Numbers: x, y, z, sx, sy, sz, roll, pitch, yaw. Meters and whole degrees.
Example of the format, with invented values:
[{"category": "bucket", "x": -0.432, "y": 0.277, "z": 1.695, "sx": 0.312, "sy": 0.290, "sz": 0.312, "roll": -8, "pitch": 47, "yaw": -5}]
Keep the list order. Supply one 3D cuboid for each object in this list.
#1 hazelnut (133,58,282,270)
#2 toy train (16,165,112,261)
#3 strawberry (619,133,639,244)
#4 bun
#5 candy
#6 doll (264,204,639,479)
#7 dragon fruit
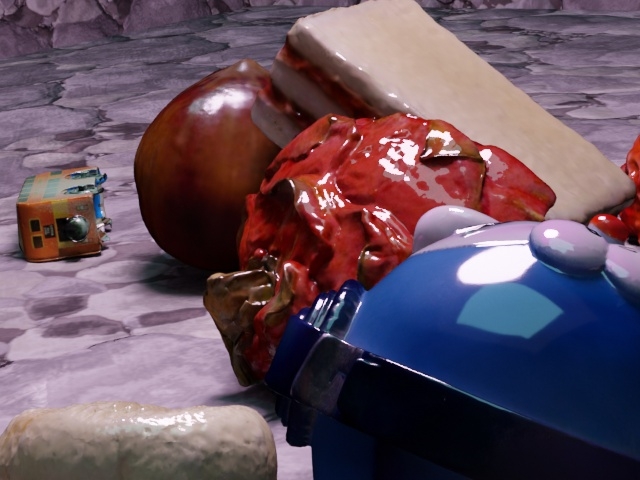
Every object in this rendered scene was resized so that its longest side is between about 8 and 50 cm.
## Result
[{"category": "hazelnut", "x": -0.083, "y": -0.073, "z": 1.688, "sx": 0.229, "sy": 0.229, "sz": 0.229, "roll": -4, "pitch": 14, "yaw": 1}, {"category": "toy train", "x": -0.282, "y": -0.032, "z": 1.862, "sx": 0.099, "sy": 0.072, "sz": 0.188, "roll": -4, "pitch": 14, "yaw": -4}, {"category": "strawberry", "x": 0.430, "y": -0.088, "z": 1.730, "sx": 0.265, "sy": 0.149, "sz": 0.336, "roll": -4, "pitch": 13, "yaw": 7}, {"category": "bun", "x": -0.115, "y": 0.153, "z": 1.038, "sx": 0.188, "sy": 0.111, "sz": 0.164, "roll": -3, "pitch": -3, "yaw": 17}, {"category": "candy", "x": 0.112, "y": -0.081, "z": 1.565, "sx": 0.320, "sy": 0.135, "sz": 0.179, "roll": 41, "pitch": 37, "yaw": 16}, {"category": "doll", "x": 0.108, "y": 0.103, "z": 0.924, "sx": 0.284, "sy": 0.240, "sz": 0.310, "roll": 22, "pitch": -3, "yaw": -4}, {"category": "dragon fruit", "x": 0.000, "y": 0.000, "z": 1.339, "sx": 0.317, "sy": 0.152, "sz": 0.205, "roll": -24, "pitch": 13, "yaw": 47}]
